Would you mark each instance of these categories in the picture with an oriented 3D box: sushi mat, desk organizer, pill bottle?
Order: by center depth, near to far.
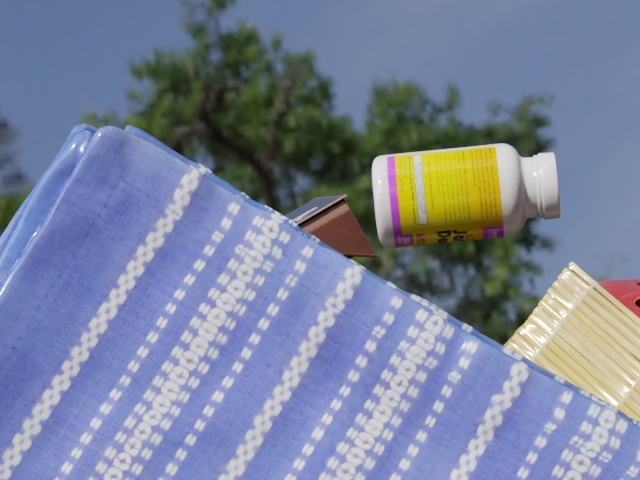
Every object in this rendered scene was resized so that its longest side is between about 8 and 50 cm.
[{"bbox_3d":[0.067,-0.021,0.870,0.083,0.043,0.043,-6,-23,5],"label":"pill bottle"},{"bbox_3d":[0.221,0.163,1.204,0.151,0.316,0.019,-46,-29,-2],"label":"sushi mat"},{"bbox_3d":[0.000,0.000,1.393,0.047,0.050,0.130,-30,5,-8],"label":"desk organizer"}]

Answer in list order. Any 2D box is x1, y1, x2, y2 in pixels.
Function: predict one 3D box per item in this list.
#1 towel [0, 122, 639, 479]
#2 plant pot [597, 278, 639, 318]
[{"bbox_3d":[-0.007,0.126,0.678,0.336,0.243,0.040,30,-13,12],"label":"towel"},{"bbox_3d":[0.283,0.124,1.398,0.174,0.191,0.191,1,-15,30],"label":"plant pot"}]
